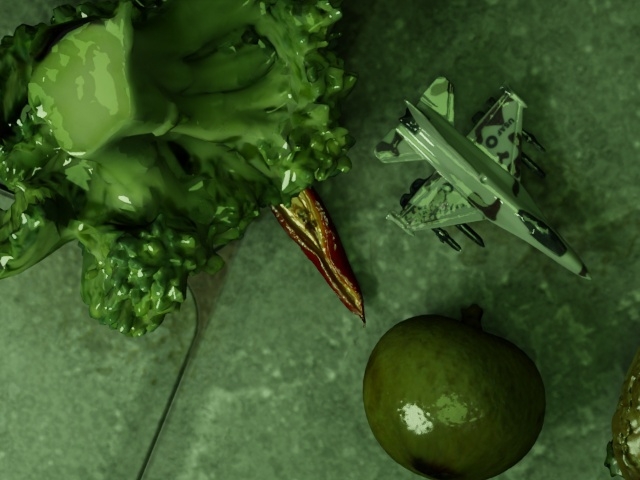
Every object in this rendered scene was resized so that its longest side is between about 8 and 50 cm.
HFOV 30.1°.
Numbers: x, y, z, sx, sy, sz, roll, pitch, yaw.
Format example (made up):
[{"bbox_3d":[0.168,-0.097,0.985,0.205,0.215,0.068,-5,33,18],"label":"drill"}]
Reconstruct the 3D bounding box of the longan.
[{"bbox_3d":[0.118,0.128,1.041,0.154,0.145,0.176,41,57,-22],"label":"longan"}]

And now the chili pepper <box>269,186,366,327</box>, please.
[{"bbox_3d":[0.000,0.000,1.087,0.045,0.027,0.178,-32,93,12],"label":"chili pepper"}]

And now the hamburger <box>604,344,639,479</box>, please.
[{"bbox_3d":[0.355,0.164,1.014,0.206,0.130,0.183,22,105,12],"label":"hamburger"}]

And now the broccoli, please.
[{"bbox_3d":[-0.128,-0.104,0.973,0.338,0.317,0.277,-37,90,40],"label":"broccoli"}]

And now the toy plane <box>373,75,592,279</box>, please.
[{"bbox_3d":[0.146,-0.047,1.050,0.234,0.082,0.160,42,89,-15],"label":"toy plane"}]
